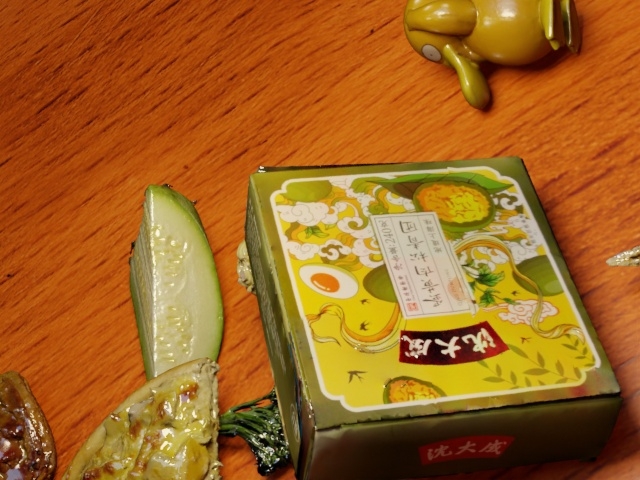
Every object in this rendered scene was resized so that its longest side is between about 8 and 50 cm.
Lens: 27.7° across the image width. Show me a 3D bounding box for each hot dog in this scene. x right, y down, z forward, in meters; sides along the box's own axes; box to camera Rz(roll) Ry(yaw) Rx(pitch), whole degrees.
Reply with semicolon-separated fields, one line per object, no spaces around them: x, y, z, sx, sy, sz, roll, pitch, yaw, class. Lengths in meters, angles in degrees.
-0.475;0.291;1.935;0.160;0.099;0.227;-44;50;-3;hot dog

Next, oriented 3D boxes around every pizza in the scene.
-0.245;0.309;1.764;0.323;0.089;0.223;-43;50;15;pizza

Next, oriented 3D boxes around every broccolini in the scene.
-0.134;0.295;1.771;0.271;0.062;0.123;-28;43;19;broccolini

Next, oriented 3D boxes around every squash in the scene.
-0.199;0.085;1.894;0.111;0.203;0.288;2;42;-21;squash

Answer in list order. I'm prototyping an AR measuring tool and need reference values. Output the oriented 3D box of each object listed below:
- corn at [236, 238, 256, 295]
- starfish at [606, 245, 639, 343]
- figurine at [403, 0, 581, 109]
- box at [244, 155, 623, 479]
-0.002;0.002;1.810;0.260;0.091;0.091;-23;82;-26;corn
0.497;0.028;1.566;0.293;0.084;0.301;-12;49;28;starfish
0.246;-0.314;1.884;0.228;0.215;0.215;-32;47;23;figurine
0.120;0.084;1.591;0.373;0.138;0.420;-3;47;-13;box
